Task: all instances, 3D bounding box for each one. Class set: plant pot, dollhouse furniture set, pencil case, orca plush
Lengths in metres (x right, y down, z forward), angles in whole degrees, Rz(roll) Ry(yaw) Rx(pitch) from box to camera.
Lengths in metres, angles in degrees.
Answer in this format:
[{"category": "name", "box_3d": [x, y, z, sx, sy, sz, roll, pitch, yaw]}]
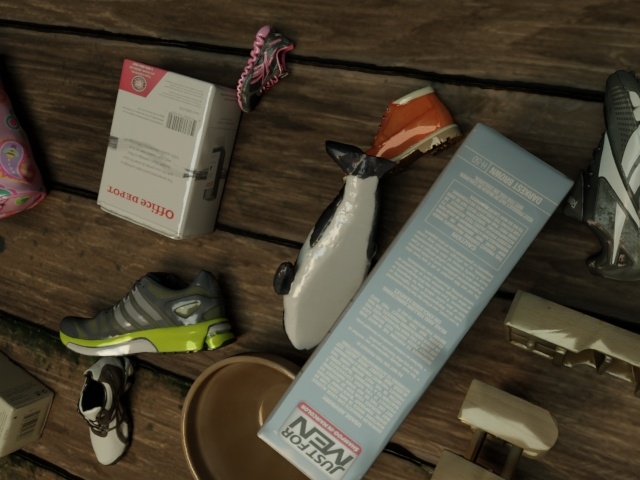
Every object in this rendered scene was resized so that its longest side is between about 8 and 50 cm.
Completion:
[{"category": "plant pot", "box_3d": [-0.065, 0.261, 0.916, 0.237, 0.110, 0.237, 3, 98, 25]}, {"category": "dollhouse furniture set", "box_3d": [0.245, 0.201, 0.715, 0.161, 0.212, 0.242, 21, 78, 23]}, {"category": "pencil case", "box_3d": [-0.547, -0.179, 1.082, 0.124, 0.124, 0.284, -22, 88, 25]}, {"category": "orca plush", "box_3d": [0.000, 0.000, 0.858, 0.102, 0.151, 0.287, -124, 31, -50]}]

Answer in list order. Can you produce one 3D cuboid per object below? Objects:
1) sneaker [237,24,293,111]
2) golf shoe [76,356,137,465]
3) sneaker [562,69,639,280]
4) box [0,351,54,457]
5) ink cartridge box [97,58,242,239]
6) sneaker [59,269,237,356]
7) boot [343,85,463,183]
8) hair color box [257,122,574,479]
[{"category": "sneaker", "box_3d": [-0.073, -0.226, 0.902, 0.057, 0.047, 0.119, 25, 108, 8]}, {"category": "golf shoe", "box_3d": [-0.353, 0.275, 1.061, 0.077, 0.094, 0.198, 10, 102, 22]}, {"category": "sneaker", "box_3d": [0.314, -0.062, 0.720, 0.106, 0.078, 0.234, -8, 95, 23]}, {"category": "box", "box_3d": [-0.610, 0.253, 1.176, 0.275, 0.094, 0.113, 31, 107, 19]}, {"category": "ink cartridge box", "box_3d": [-0.214, -0.128, 0.949, 0.158, 0.092, 0.218, 21, 103, 21]}, {"category": "sneaker", "box_3d": [-0.264, 0.110, 1.005, 0.300, 0.111, 0.121, -6, 83, 20]}, {"category": "boot", "box_3d": [0.089, -0.128, 0.832, 0.158, 0.059, 0.085, -27, 81, 16]}, {"category": "hair color box", "box_3d": [0.103, 0.076, 0.717, 0.113, 0.185, 0.374, 36, 92, 12]}]
